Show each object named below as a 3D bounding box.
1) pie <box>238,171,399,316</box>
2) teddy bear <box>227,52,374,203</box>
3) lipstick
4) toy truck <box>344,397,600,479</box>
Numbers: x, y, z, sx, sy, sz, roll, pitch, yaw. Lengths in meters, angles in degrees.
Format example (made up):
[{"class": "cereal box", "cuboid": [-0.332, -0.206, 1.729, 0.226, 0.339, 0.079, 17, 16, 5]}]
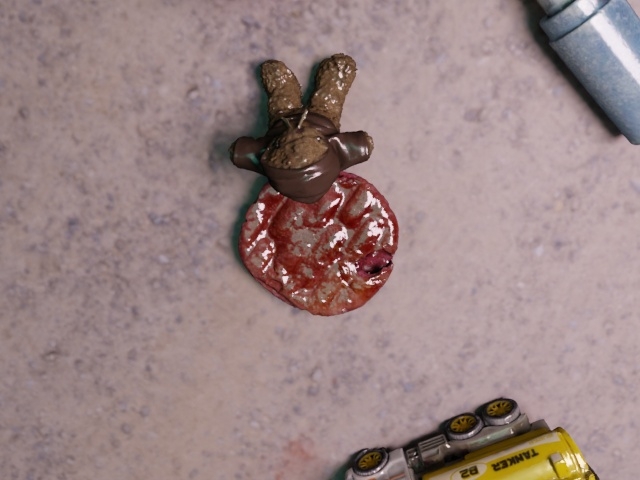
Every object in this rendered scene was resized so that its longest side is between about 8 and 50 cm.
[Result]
[{"class": "pie", "cuboid": [0.000, 0.000, 0.517, 0.153, 0.038, 0.154, 0, 99, 3]}, {"class": "teddy bear", "cuboid": [-0.015, -0.088, 0.462, 0.119, 0.160, 0.078, -1, 138, 3]}, {"class": "lipstick", "cuboid": [0.212, -0.202, 0.457, 0.061, 0.068, 0.274, -42, 99, 5]}, {"class": "toy truck", "cuboid": [0.139, 0.241, 0.521, 0.226, 0.114, 0.098, -23, 100, 5]}]
